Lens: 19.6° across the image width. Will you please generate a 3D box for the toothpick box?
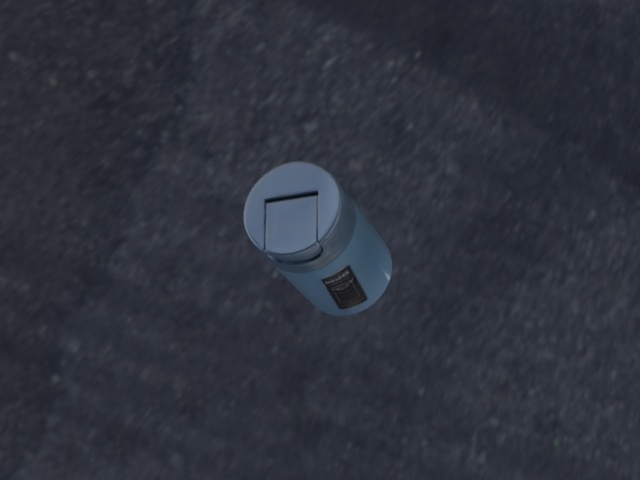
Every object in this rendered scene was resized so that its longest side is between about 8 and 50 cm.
[{"bbox_3d":[0.000,0.000,0.919,0.052,0.083,0.052,-9,64,18],"label":"toothpick box"}]
